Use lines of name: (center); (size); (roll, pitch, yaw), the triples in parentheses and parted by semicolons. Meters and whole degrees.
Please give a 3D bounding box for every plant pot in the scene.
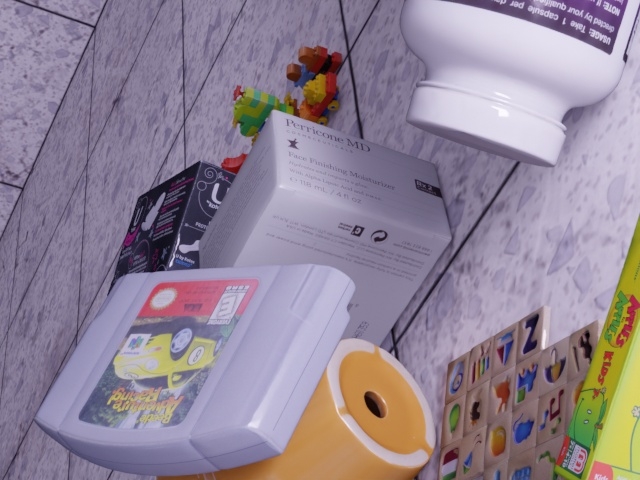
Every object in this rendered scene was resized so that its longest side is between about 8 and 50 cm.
plant pot: (-0.007, 0.187, 1.400); (0.188, 0.205, 0.205); (-39, 35, 31)

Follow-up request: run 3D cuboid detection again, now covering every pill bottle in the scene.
pill bottle: (0.172, -0.229, 1.252); (0.181, 0.181, 0.323); (18, 90, 71)

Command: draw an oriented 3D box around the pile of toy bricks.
pile of toy bricks: (-0.061, -0.155, 1.940); (0.212, 0.105, 0.118); (-52, 28, 45)

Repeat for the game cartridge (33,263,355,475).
game cartridge: (-0.120, 0.112, 1.395); (0.294, 0.060, 0.196); (-5, 51, 43)

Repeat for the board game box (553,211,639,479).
board game box: (0.220, 0.074, 0.992); (0.043, 0.092, 0.181); (-155, 83, -71)

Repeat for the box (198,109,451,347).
box: (0.000, 0.000, 1.524); (0.119, 0.181, 0.182); (-98, 31, -49)

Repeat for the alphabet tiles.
alphabet tiles: (0.151, 0.152, 1.245); (0.237, 0.009, 0.198); (-40, 37, 56)

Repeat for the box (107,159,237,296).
box: (-0.128, 0.014, 1.893); (0.247, 0.163, 0.142); (-19, 52, 66)
